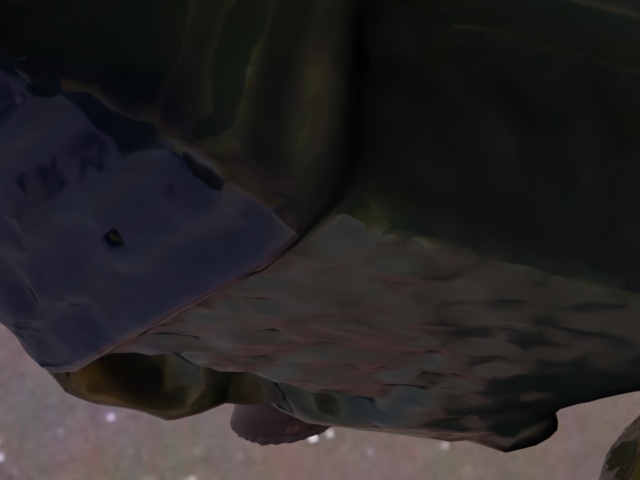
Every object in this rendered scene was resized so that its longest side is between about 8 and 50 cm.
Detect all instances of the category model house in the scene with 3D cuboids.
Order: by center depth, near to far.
[{"bbox_3d":[-0.078,-0.125,0.395,0.329,0.251,0.295,15,-111,-34],"label":"model house"}]

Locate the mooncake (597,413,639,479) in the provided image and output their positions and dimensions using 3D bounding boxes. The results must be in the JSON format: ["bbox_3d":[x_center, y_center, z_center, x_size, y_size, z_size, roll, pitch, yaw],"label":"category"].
[{"bbox_3d":[0.187,0.172,0.627,0.254,0.250,0.136,-47,-37,-53],"label":"mooncake"}]

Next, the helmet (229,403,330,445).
[{"bbox_3d":[0.000,0.000,0.777,0.106,0.155,0.175,52,157,-5],"label":"helmet"}]
